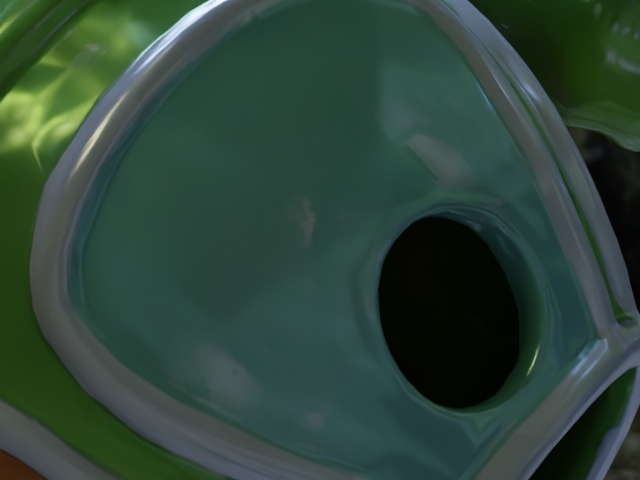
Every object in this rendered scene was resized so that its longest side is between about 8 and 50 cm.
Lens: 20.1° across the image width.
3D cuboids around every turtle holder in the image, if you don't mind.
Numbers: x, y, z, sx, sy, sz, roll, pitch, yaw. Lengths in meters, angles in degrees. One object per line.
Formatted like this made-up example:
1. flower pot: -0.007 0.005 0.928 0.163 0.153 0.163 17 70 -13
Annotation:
1. turtle holder: -0.009 0.017 0.589 0.320 0.227 0.243 -26 -37 -53
